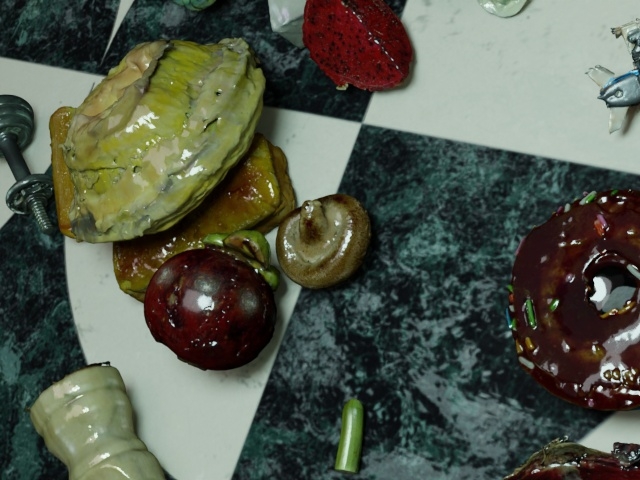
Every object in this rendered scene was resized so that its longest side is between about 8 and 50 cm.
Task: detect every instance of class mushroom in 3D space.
[{"bbox_3d":[0.004,-0.001,1.488,0.126,0.085,0.109,-9,102,29],"label":"mushroom"}]

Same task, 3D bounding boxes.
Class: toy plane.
[{"bbox_3d":[0.378,-0.179,1.312,0.188,0.062,0.135,-19,90,24],"label":"toy plane"}]

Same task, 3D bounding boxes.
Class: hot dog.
[{"bbox_3d":[-0.348,-0.097,1.789,0.066,0.047,0.215,-20,60,11],"label":"hot dog"}]

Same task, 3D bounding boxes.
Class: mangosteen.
[{"bbox_3d":[-0.121,0.067,1.502,0.166,0.166,0.180,26,78,38],"label":"mangosteen"}]

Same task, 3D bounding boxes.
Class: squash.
[{"bbox_3d":[0.035,0.220,1.415,0.027,0.027,0.083,-2,71,34],"label":"squash"}]

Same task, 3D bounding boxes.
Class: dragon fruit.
[{"bbox_3d":[0.043,-0.252,1.553,0.162,0.083,0.106,47,134,-5],"label":"dragon fruit"}]

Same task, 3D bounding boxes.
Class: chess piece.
[{"bbox_3d":[-0.241,0.307,1.529,0.137,0.137,0.301,-39,66,16],"label":"chess piece"}]

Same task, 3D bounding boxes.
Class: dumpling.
[{"bbox_3d":[0.219,-0.294,1.481,0.077,0.043,0.059,-13,83,15],"label":"dumpling"}]

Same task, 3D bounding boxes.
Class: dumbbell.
[{"bbox_3d":[-0.442,-0.110,1.828,0.110,0.110,0.254,-40,60,16],"label":"dumbbell"}]

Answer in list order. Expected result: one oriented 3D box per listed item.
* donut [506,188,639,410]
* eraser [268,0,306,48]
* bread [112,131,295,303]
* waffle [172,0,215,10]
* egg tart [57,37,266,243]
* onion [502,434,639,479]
[{"bbox_3d":[0.304,0.061,1.252,0.235,0.089,0.235,-13,66,31],"label":"donut"},{"bbox_3d":[-0.016,-0.433,1.670,0.144,0.078,0.343,-24,60,27],"label":"eraser"},{"bbox_3d":[-0.159,-0.033,1.616,0.271,0.077,0.139,-30,55,25],"label":"bread"},{"bbox_3d":[-0.141,-0.471,1.718,0.292,0.056,0.309,-32,57,57],"label":"waffle"},{"bbox_3d":[-0.223,-0.147,1.604,0.352,0.150,0.352,-33,32,24],"label":"egg tart"},{"bbox_3d":[0.235,0.317,1.106,0.273,0.273,0.285,-16,84,29],"label":"onion"}]
